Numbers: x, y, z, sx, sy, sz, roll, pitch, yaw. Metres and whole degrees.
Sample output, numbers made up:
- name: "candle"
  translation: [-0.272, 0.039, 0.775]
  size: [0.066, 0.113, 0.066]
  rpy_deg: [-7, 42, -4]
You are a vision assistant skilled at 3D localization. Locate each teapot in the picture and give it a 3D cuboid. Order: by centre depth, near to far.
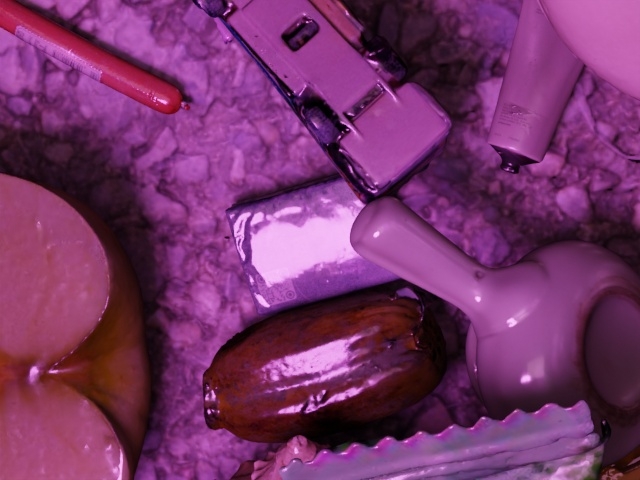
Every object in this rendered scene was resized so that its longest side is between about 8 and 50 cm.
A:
- name: "teapot"
  translation: [0.185, 0.063, 1.507]
  size: [0.149, 0.220, 0.318]
  rpy_deg: [-13, 109, 47]

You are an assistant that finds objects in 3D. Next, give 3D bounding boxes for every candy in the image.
- name: "candy"
  translation: [0.151, 0.283, 1.426]
  size: [0.263, 0.172, 0.398]
  rpy_deg: [-23, 133, 4]

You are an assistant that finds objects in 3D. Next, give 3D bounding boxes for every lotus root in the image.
- name: "lotus root"
  translation: [0.005, 0.120, 1.583]
  size: [0.241, 0.123, 0.124]
  rpy_deg: [-16, 79, 14]

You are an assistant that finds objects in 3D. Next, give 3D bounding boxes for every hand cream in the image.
- name: "hand cream"
  translation: [0.204, -0.151, 1.554]
  size: [0.087, 0.054, 0.186]
  rpy_deg: [20, 94, 9]

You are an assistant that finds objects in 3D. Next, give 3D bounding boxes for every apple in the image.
- name: "apple"
  translation: [-0.343, 0.120, 1.554]
  size: [0.360, 0.320, 0.312]
  rpy_deg: [-3, 136, 14]

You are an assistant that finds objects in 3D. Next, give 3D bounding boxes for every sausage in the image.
- name: "sausage"
  translation: [-0.238, -0.185, 1.617]
  size: [0.253, 0.034, 0.034]
  rpy_deg: [29, 101, 3]

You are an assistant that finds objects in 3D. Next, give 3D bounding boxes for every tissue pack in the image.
- name: "tissue pack"
  translation: [0.000, 0.000, 1.602]
  size: [0.156, 0.051, 0.112]
  rpy_deg: [-15, 98, 10]

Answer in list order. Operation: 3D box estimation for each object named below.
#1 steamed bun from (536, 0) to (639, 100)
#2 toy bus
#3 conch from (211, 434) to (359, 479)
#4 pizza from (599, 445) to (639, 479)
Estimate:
- name: "steamed bun"
  translation: [0.356, -0.277, 1.353]
  size: [0.374, 0.241, 0.374]
  rpy_deg: [-12, 114, -27]
- name: "toy bus"
  translation: [-0.018, -0.177, 1.516]
  size: [0.112, 0.138, 0.317]
  rpy_deg: [-39, 81, -3]
- name: "conch"
  translation: [0.006, 0.279, 1.572]
  size: [0.263, 0.324, 0.186]
  rpy_deg: [-18, 57, -16]
- name: "pizza"
  translation: [0.300, 0.289, 1.586]
  size: [0.188, 0.080, 0.204]
  rpy_deg: [41, 101, -1]
